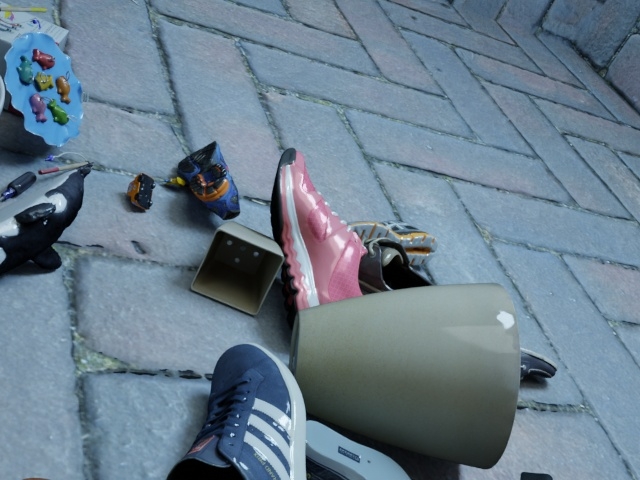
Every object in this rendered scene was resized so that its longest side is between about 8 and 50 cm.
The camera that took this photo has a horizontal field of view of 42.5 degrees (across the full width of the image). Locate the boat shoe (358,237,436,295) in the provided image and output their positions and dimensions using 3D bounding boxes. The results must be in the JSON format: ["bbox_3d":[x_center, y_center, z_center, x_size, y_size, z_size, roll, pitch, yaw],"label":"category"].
[{"bbox_3d":[0.091,0.052,1.361,0.355,0.130,0.132,36,32,10],"label":"boat shoe"}]

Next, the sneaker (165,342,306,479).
[{"bbox_3d":[-0.102,0.236,0.922,0.148,0.131,0.350,34,25,-34],"label":"sneaker"}]

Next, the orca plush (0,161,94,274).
[{"bbox_3d":[-0.396,-0.006,1.135,0.151,0.102,0.287,-16,20,11],"label":"orca plush"}]

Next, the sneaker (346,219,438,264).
[{"bbox_3d":[0.112,-0.001,1.515,0.215,0.084,0.083,9,24,-35],"label":"sneaker"}]

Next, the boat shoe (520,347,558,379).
[{"bbox_3d":[0.315,0.211,1.404,0.206,0.075,0.064,21,75,-23],"label":"boat shoe"}]

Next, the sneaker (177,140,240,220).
[{"bbox_3d":[-0.188,-0.099,1.416,0.087,0.083,0.221,62,2,-31],"label":"sneaker"}]

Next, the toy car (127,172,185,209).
[{"bbox_3d":[-0.275,-0.077,1.361,0.041,0.060,0.122,-5,-3,28],"label":"toy car"}]

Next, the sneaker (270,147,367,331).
[{"bbox_3d":[0.000,0.001,1.292,0.136,0.116,0.313,-5,69,-12],"label":"sneaker"}]

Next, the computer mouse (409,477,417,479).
[{"bbox_3d":[0.085,0.370,1.006,0.071,0.041,0.242,33,25,12],"label":"computer mouse"}]

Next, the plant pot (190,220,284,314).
[{"bbox_3d":[-0.123,0.030,1.256,0.109,0.109,0.096,24,21,-9],"label":"plant pot"}]

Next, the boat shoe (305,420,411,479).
[{"bbox_3d":[0.030,0.296,1.023,0.183,0.083,0.065,33,31,-9],"label":"boat shoe"}]

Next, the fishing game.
[{"bbox_3d":[-0.416,-0.236,1.278,0.041,0.263,0.189,-10,7,18],"label":"fishing game"}]

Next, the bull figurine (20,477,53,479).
[{"bbox_3d":[-0.222,0.346,0.730,0.189,0.101,0.310,13,37,-31],"label":"bull figurine"}]

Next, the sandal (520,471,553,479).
[{"bbox_3d":[0.208,0.449,0.906,0.107,0.167,0.445,-3,28,17],"label":"sandal"}]

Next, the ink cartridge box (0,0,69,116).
[{"bbox_3d":[-0.539,-0.314,1.380,0.176,0.127,0.128,21,33,-11],"label":"ink cartridge box"}]

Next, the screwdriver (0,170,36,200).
[{"bbox_3d":[-0.467,-0.056,1.183,0.025,0.024,0.170,8,32,22],"label":"screwdriver"}]

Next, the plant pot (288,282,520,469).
[{"bbox_3d":[0.098,0.170,1.126,0.274,0.256,0.256,7,35,-6],"label":"plant pot"}]

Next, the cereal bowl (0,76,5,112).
[{"bbox_3d":[-0.621,-0.188,1.124,0.339,0.141,0.339,20,33,-14],"label":"cereal bowl"}]
